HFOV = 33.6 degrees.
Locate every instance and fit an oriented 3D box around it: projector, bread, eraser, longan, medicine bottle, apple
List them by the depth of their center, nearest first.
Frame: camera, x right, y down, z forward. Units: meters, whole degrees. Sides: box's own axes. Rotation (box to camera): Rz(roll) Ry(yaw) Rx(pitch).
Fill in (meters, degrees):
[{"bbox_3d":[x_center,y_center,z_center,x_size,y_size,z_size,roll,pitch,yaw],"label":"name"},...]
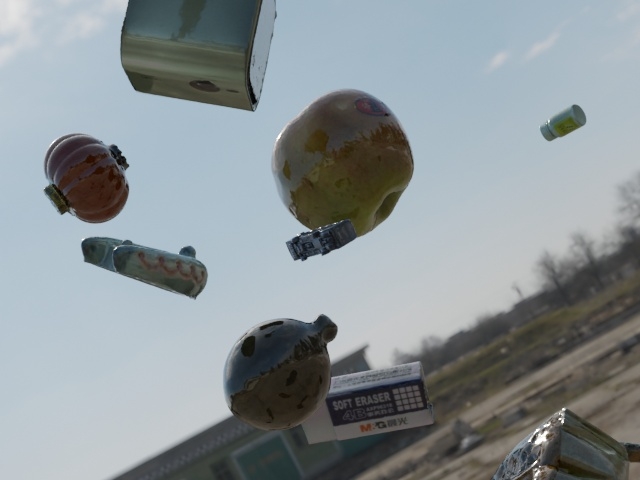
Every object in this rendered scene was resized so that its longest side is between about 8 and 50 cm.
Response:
[{"bbox_3d":[0.223,0.299,1.093,0.210,0.110,0.192,114,180,-47],"label":"bread"},{"bbox_3d":[-0.054,0.193,1.598,0.204,0.159,0.185,-46,-19,-4],"label":"longan"},{"bbox_3d":[-0.230,-0.406,2.049,0.249,0.248,0.248,10,-11,3],"label":"projector"},{"bbox_3d":[0.474,-0.229,2.069,0.083,0.047,0.047,-30,-8,40],"label":"medicine bottle"},{"bbox_3d":[0.095,0.356,2.311,0.287,0.130,0.086,-13,24,10],"label":"eraser"},{"bbox_3d":[0.062,-0.173,2.475,0.338,0.305,0.338,-32,-22,-15],"label":"apple"}]

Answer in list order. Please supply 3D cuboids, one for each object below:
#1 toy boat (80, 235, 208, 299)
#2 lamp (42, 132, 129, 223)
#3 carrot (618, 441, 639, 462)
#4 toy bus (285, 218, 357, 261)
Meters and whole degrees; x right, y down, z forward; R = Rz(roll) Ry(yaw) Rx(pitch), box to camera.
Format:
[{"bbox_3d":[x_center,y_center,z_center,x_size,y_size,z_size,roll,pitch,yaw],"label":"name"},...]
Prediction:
[{"bbox_3d":[-0.249,0.028,1.569,0.134,0.078,0.208,9,-9,42],"label":"toy boat"},{"bbox_3d":[-0.536,-0.143,2.429,0.196,0.223,0.223,-39,-7,-16],"label":"lamp"},{"bbox_3d":[0.479,0.337,1.669,0.254,0.049,0.049,0,-11,2],"label":"carrot"},{"bbox_3d":[0.000,0.000,1.928,0.065,0.047,0.166,-29,7,-30],"label":"toy bus"}]
